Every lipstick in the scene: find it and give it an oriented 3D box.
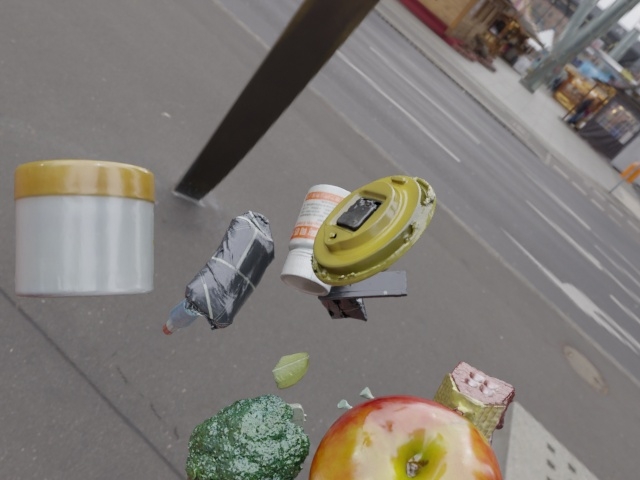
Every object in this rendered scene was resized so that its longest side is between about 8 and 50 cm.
[{"bbox_3d":[-0.399,0.222,1.665,0.068,0.274,0.061,7,66,-28],"label":"lipstick"}]

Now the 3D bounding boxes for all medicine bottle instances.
[{"bbox_3d":[-0.424,-0.014,1.066,0.238,0.238,0.232,3,86,-52],"label":"medicine bottle"},{"bbox_3d":[0.000,0.000,1.442,0.144,0.144,0.252,27,67,-26],"label":"medicine bottle"}]

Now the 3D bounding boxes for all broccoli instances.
[{"bbox_3d":[-0.152,0.460,1.258,0.270,0.270,0.270,-3,34,2],"label":"broccoli"}]

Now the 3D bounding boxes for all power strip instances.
[{"bbox_3d":[-0.157,0.547,1.809,0.227,0.080,0.029,0,13,-11],"label":"power strip"}]

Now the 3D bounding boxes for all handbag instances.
[{"bbox_3d":[0.043,0.131,1.661,0.089,0.254,0.211,-21,91,-22],"label":"handbag"}]

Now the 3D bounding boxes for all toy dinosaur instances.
[{"bbox_3d":[0.175,0.546,1.823,0.205,0.393,0.092,48,46,-6],"label":"toy dinosaur"}]

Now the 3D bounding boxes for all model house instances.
[{"bbox_3d":[0.325,0.415,1.359,0.160,0.196,0.254,29,13,27],"label":"model house"}]

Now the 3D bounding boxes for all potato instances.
[{"bbox_3d":[-0.072,0.399,1.821,0.149,0.120,0.081,-35,105,-81],"label":"potato"}]

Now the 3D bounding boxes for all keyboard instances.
[{"bbox_3d":[0.108,0.117,1.518,0.023,0.231,0.072,80,7,-64],"label":"keyboard"}]

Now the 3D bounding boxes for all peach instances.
[{"bbox_3d":[0.157,0.487,1.125,0.388,0.388,0.388,31,27,-18],"label":"peach"}]

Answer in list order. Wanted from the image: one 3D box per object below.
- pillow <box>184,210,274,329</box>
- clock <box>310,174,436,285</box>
[{"bbox_3d":[-0.223,0.071,1.524,0.161,0.092,0.335,49,55,-26],"label":"pillow"},{"bbox_3d":[0.070,-0.031,0.929,0.057,0.237,0.237,50,20,-27],"label":"clock"}]
